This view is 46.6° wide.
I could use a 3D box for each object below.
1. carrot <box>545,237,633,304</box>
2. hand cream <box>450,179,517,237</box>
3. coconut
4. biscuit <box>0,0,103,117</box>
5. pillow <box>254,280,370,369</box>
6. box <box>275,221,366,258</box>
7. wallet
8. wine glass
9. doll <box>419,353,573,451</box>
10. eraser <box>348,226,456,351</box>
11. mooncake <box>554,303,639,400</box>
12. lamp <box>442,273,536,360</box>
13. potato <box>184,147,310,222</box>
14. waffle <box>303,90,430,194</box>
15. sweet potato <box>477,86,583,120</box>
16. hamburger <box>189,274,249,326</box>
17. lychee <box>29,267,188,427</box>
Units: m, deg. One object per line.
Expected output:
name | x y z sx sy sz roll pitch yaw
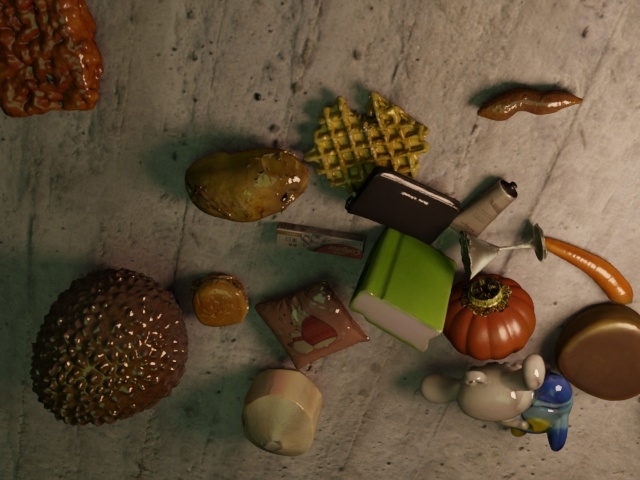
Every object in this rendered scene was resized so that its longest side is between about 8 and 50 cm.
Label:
carrot | 0.630 0.060 1.730 0.271 0.066 0.062 38 74 -8
hand cream | 0.380 -0.073 1.705 0.087 0.054 0.186 34 127 -13
coconut | -0.105 0.462 1.982 0.241 0.241 0.241 4 119 8
biscuit | -0.649 -0.432 1.658 0.311 0.111 0.318 -4 118 10
pillow | -0.023 0.217 1.913 0.236 0.084 0.223 -22 113 24
box | 0.000 0.000 1.816 0.218 0.040 0.055 10 118 5
wallet | 0.189 -0.079 1.697 0.250 0.044 0.149 23 130 -19
wine glass | 0.418 0.022 1.702 0.182 0.122 0.122 -7 117 2
doll | 0.485 0.382 1.826 0.365 0.376 0.187 28 78 -26
eraser | 0.195 0.102 1.709 0.210 0.274 0.092 30 128 -5
mooncake | 0.683 0.271 1.796 0.234 0.117 0.235 6 119 11
lamp | 0.391 0.179 1.741 0.223 0.223 0.197 -5 132 13
potato | -0.171 -0.128 1.719 0.300 0.140 0.173 -6 113 18
waffle | 0.103 -0.208 1.675 0.261 0.056 0.250 29 121 -11
sweet potato | 0.441 -0.294 1.570 0.218 0.051 0.065 -6 113 12
hamburger | -0.262 0.156 1.924 0.147 0.083 0.138 -7 113 10
lychee | -0.515 0.269 1.862 0.380 0.432 0.380 27 141 24
